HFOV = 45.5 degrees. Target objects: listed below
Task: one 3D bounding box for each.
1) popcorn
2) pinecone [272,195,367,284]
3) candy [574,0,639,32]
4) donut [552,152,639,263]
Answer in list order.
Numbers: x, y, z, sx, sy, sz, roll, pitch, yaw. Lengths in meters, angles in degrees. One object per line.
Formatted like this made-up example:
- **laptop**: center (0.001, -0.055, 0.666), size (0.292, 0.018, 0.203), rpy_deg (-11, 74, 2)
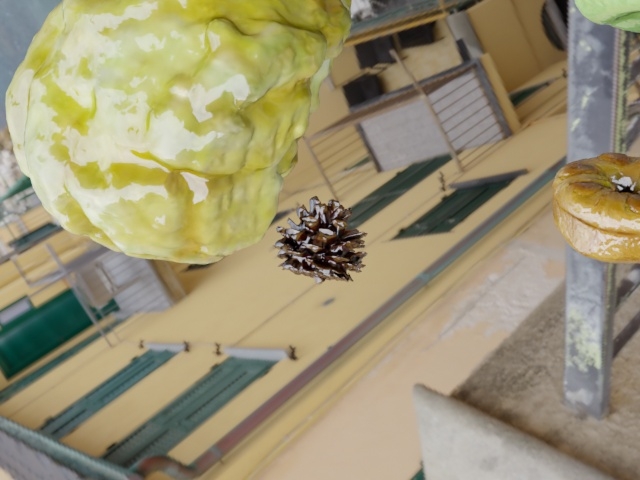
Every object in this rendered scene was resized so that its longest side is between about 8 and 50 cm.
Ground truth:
- **popcorn**: center (-0.140, -0.151, 0.709), size (0.293, 0.334, 0.293), rpy_deg (20, 151, -10)
- **pinecone**: center (0.001, 0.001, 1.085), size (0.140, 0.120, 0.140), rpy_deg (14, 170, 3)
- **candy**: center (0.285, -0.240, 0.489), size (0.343, 0.132, 0.142), rpy_deg (154, 116, -80)
- **donut**: center (0.472, -0.052, 1.183), size (0.227, 0.227, 0.113), rpy_deg (27, 133, 37)
